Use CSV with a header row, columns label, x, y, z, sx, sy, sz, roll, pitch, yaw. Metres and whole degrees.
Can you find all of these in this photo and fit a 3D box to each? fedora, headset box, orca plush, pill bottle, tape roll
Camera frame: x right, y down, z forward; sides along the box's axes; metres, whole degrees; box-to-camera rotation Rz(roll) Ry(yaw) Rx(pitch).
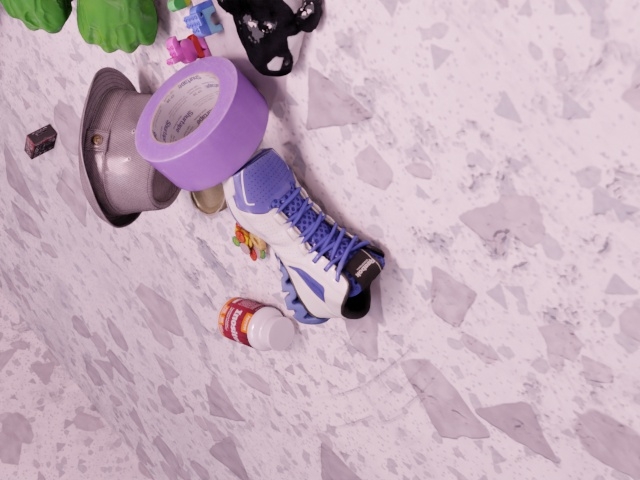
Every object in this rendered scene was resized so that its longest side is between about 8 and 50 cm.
label,x,y,z,sx,sy,sz,roll,pitch,yaw
fedora,-0.302,-0.157,1.369,0.124,0.275,0.243,2,161,15
headset box,-0.644,-0.229,1.846,0.032,0.062,0.083,51,148,4
orca plush,-0.079,-0.322,1.009,0.151,0.102,0.287,42,145,17
pill bottle,-0.123,0.161,1.528,0.152,0.086,0.086,11,128,46
tape roll,-0.175,-0.172,1.177,0.189,0.189,0.080,17,161,43

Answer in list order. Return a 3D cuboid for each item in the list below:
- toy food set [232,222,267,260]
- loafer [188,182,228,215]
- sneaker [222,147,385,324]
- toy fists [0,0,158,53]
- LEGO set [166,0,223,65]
label,x,y,z,sx,sy,sz,roll,pitch,yaw
toy food set,-0.127,-0.001,1.443,0.083,0.020,0.082,39,145,22
loafer,-0.185,-0.123,1.336,0.102,0.092,0.268,46,147,12
sneaker,0.000,0.001,1.207,0.182,0.127,0.315,3,129,46
toy fists,-0.390,-0.385,1.268,0.279,0.096,0.142,15,145,0
LEGO set,-0.224,-0.357,1.168,0.087,0.093,0.227,4,123,50
